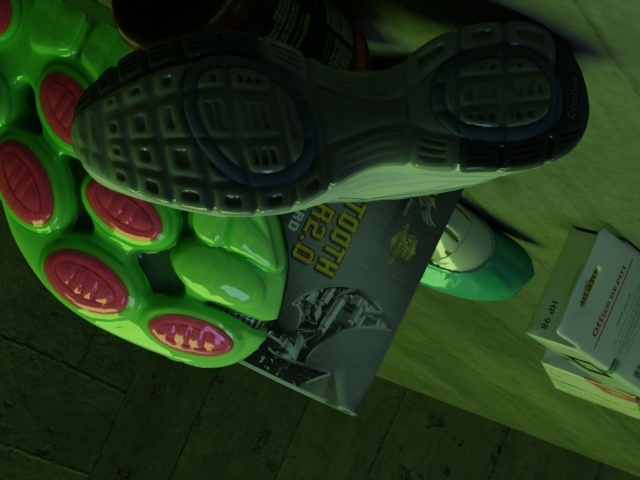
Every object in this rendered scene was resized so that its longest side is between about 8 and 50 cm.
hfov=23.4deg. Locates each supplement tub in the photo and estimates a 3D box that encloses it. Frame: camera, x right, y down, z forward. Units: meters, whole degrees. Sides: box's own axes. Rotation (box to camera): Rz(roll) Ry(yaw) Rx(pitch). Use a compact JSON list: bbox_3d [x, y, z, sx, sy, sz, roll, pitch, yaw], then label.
[{"bbox_3d":[-0.037,-0.123,0.983,0.106,0.106,0.198,18,169,37],"label":"supplement tub"}]

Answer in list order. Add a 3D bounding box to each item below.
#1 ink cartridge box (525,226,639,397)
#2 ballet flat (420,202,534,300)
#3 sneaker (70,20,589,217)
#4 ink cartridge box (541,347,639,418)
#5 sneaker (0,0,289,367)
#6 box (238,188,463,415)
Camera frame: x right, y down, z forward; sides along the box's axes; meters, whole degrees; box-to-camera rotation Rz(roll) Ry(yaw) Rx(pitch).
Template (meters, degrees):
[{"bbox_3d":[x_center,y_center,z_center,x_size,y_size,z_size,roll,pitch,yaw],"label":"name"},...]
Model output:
[{"bbox_3d":[0.247,0.059,1.342,0.060,0.104,0.180,17,169,45],"label":"ink cartridge box"},{"bbox_3d":[0.085,-0.013,1.434,0.247,0.083,0.087,21,157,3],"label":"ballet flat"},{"bbox_3d":[0.003,-0.057,0.910,0.297,0.111,0.129,-1,167,-10],"label":"sneaker"},{"bbox_3d":[0.333,0.153,1.811,0.115,0.067,0.198,20,171,19],"label":"ink cartridge box"},{"bbox_3d":[-0.185,-0.109,1.135,0.483,0.185,0.202,46,-165,16],"label":"sneaker"},{"bbox_3d":[0.000,0.000,1.214,0.183,0.231,0.056,31,173,-36],"label":"box"}]
